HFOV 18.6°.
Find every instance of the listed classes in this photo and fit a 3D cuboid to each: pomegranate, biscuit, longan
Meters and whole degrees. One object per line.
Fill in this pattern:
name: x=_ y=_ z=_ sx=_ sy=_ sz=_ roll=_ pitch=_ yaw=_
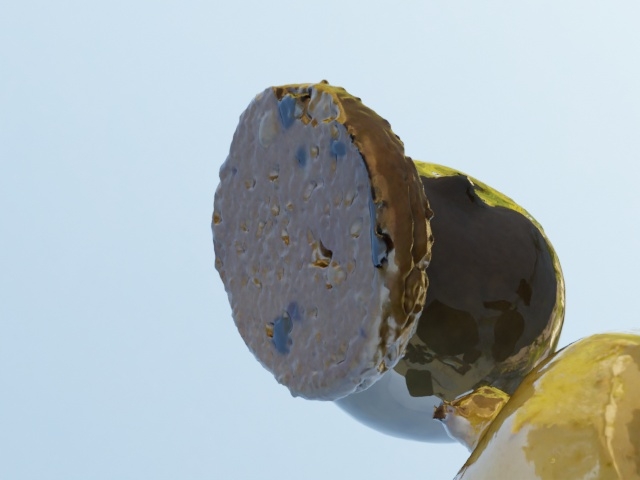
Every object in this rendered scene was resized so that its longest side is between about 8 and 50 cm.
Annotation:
pomegranate: x=0.226 y=0.208 z=1.438 sx=0.342 sy=0.342 sz=0.342 roll=41 pitch=-155 yaw=-24
biscuit: x=0.002 y=0.000 z=1.713 sx=0.075 sy=0.296 sz=0.296 roll=-1 pitch=-127 yaw=-33
longan: x=0.097 y=0.054 z=1.927 sx=0.297 sy=0.297 sz=0.297 roll=41 pitch=-155 yaw=-24
